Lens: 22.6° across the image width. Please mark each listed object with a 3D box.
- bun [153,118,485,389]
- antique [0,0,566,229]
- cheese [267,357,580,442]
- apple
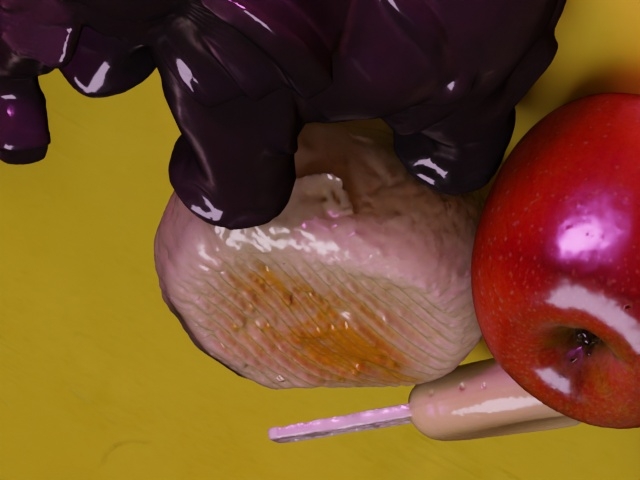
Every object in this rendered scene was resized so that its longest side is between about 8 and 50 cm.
[{"bbox_3d":[0.000,0.000,1.077,0.244,0.153,0.244,2,146,1],"label":"bun"},{"bbox_3d":[-0.016,-0.133,0.862,0.322,0.185,0.255,-6,160,-16],"label":"antique"},{"bbox_3d":[0.088,0.120,1.154,0.256,0.050,0.127,-10,168,11],"label":"cheese"},{"bbox_3d":[0.177,0.010,0.948,0.181,0.168,0.181,22,141,20],"label":"apple"}]
